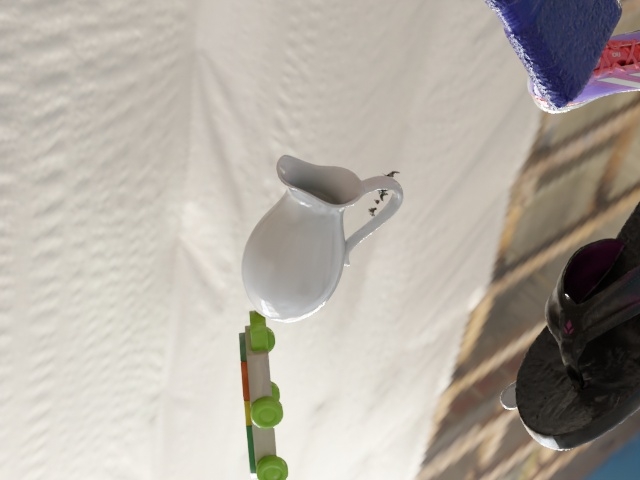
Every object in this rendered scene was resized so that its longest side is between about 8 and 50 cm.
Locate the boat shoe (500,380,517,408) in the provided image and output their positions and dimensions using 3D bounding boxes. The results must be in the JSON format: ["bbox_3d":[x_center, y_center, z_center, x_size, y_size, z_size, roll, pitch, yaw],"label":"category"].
[{"bbox_3d":[0.352,0.225,2.252,0.142,0.049,0.040,-33,-15,8],"label":"boat shoe"}]

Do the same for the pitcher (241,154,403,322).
[{"bbox_3d":[0.000,0.000,1.728,0.177,0.125,0.207,3,-51,-23],"label":"pitcher"}]

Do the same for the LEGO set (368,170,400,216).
[{"bbox_3d":[0.093,-0.077,2.181,0.083,0.023,0.054,-53,-14,-28],"label":"LEGO set"}]

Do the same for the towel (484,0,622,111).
[{"bbox_3d":[0.295,-0.357,1.909,0.308,0.076,0.228,51,-123,-34],"label":"towel"}]

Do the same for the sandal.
[{"bbox_3d":[0.334,0.041,1.555,0.446,0.167,0.107,-53,-57,-30],"label":"sandal"}]

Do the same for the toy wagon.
[{"bbox_3d":[-0.104,0.251,2.430,0.068,0.267,0.344,-6,-64,-3],"label":"toy wagon"}]

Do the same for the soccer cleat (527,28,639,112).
[{"bbox_3d":[0.514,-0.311,2.425,0.318,0.109,0.116,-18,-18,15],"label":"soccer cleat"}]
